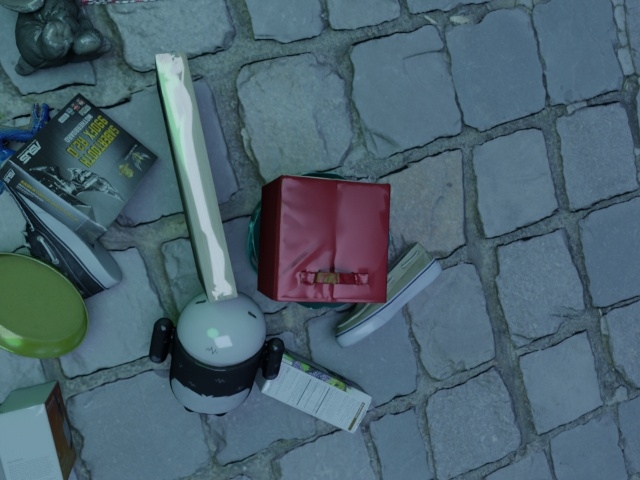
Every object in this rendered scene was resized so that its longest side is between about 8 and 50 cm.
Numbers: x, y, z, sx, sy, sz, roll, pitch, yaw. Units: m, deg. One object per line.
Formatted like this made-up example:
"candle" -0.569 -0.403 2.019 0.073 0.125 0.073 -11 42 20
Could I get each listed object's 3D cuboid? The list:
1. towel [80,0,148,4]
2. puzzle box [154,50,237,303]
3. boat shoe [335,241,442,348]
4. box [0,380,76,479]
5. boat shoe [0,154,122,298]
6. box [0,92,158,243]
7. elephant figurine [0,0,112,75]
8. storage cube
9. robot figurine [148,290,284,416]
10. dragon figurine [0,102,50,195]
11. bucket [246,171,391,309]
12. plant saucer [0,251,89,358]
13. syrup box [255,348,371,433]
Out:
"towel" -0.389 -0.530 1.026 0.197 0.029 0.144 -12 98 -14
"puzzle box" -0.232 -0.108 0.985 0.052 0.272 0.408 -13 99 -14
"boat shoe" 0.139 0.121 1.213 0.302 0.109 0.094 -38 89 -19
"box" -0.536 0.374 1.017 0.091 0.130 0.170 -11 99 -14
"boat shoe" -0.492 -0.011 0.984 0.102 0.108 0.301 -29 126 -3
"box" -0.416 -0.132 0.955 0.183 0.231 0.056 41 127 -22
"elephant figurine" -0.477 -0.438 0.947 0.186 0.169 0.239 -23 107 -27
"storage cube" 0.000 0.000 0.905 0.184 0.215 0.192 3 88 -15
"robot figurine" -0.201 0.219 1.047 0.209 0.173 0.278 -17 138 -38
"dragon figurine" -0.587 -0.130 0.978 0.144 0.085 0.288 19 88 -16
"bucket" -0.018 -0.005 1.103 0.282 0.183 0.280 -1 95 -15
"plant saucer" -0.541 0.116 0.994 0.241 0.037 0.240 2 119 3
"syrup box" -0.016 0.323 1.180 0.237 0.093 0.096 29 87 -16
